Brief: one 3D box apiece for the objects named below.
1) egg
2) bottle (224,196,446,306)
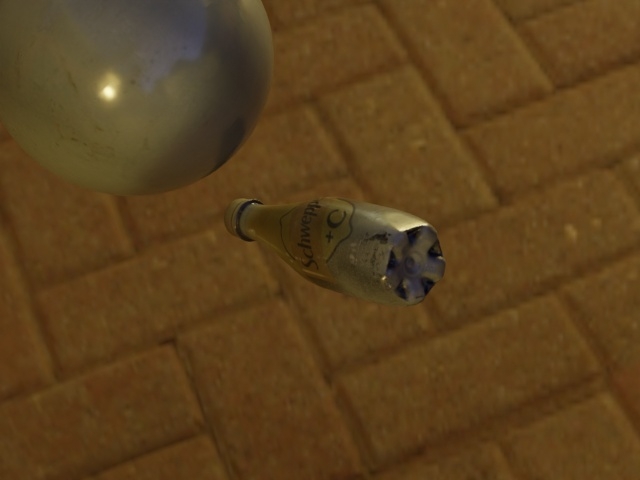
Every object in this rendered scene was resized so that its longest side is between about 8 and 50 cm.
[{"bbox_3d":[-0.167,-0.158,1.451,0.230,0.230,0.371,-27,20,-14],"label":"egg"},{"bbox_3d":[0.000,0.000,1.551,0.083,0.083,0.269,-42,31,-25],"label":"bottle"}]
